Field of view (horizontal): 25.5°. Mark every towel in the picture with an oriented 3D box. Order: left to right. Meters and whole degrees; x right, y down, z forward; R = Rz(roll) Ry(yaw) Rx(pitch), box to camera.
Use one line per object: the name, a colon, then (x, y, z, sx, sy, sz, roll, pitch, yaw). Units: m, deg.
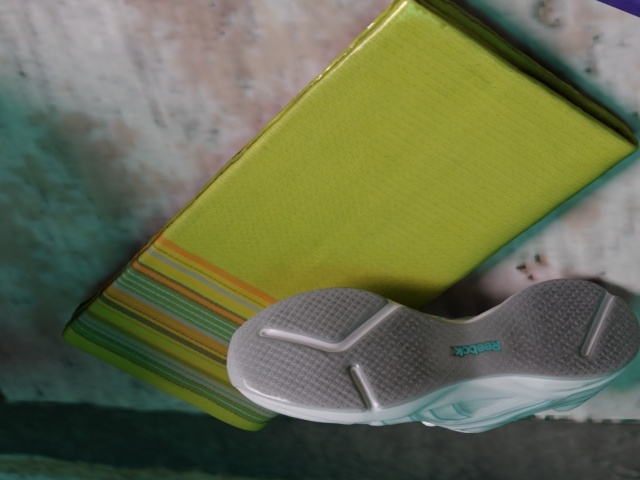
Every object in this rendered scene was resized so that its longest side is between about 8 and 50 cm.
towel: (0.000, 0.000, 0.535, 0.102, 0.021, 0.237, 29, 135, -22)

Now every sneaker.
sneaker: (0.041, 0.052, 0.533, 0.152, 0.053, 0.061, -1, 148, -6)

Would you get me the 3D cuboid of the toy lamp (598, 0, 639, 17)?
toy lamp: (0.016, -0.139, 0.343, 0.275, 0.080, 0.080, 31, 135, -15)
